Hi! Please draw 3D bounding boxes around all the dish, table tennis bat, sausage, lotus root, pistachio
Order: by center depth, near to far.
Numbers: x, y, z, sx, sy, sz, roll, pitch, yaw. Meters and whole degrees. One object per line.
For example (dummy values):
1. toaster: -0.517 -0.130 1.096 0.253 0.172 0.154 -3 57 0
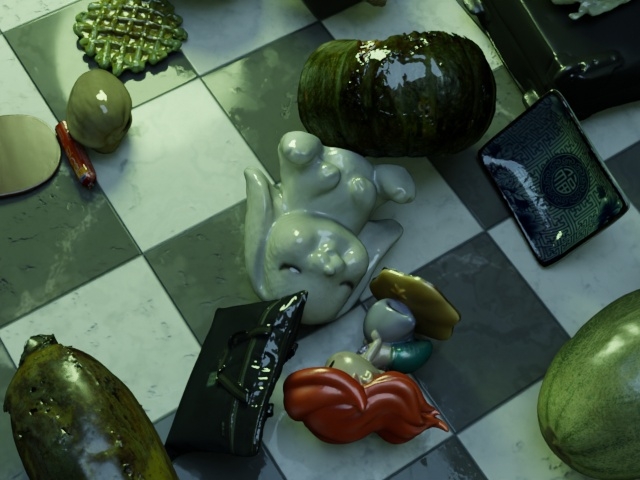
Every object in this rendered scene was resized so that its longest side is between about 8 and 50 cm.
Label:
1. lotus root: -0.298 0.294 1.405 0.179 0.196 0.397 -27 66 -23
2. table tennis bat: -0.558 -0.127 1.692 0.274 0.021 0.154 -14 65 -14
3. sausage: -0.395 -0.137 1.703 0.034 0.034 0.129 -22 67 -15
4. pistachio: -0.361 -0.212 1.708 0.113 0.113 0.149 -16 54 -13
5. dish: 0.391 -0.099 1.713 0.080 0.182 0.243 0 56 -49

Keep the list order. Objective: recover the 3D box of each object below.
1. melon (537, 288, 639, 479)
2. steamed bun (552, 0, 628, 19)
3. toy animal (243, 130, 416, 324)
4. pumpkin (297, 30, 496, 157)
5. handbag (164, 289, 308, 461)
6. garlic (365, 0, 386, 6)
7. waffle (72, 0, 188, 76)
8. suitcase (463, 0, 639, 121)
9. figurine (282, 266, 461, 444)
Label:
1. melon: 0.462 0.205 1.489 0.329 0.248 0.248 -34 70 -12
2. steamed bun: 0.470 -0.554 1.677 0.290 0.272 0.273 -13 63 -20
3. toy animal: 0.000 0.000 1.596 0.272 0.206 0.265 17 74 -18
4. pumpkin: 0.118 -0.226 1.654 0.320 0.320 0.192 1 95 -5
5. handbag: -0.117 0.192 1.483 0.089 0.211 0.254 36 56 -30
6. garlic: 0.008 -0.589 1.827 0.246 0.231 0.340 2 87 31
7. waffle: -0.332 -0.368 1.827 0.183 0.036 0.169 -37 73 -20
8. suitcase: 0.463 -0.398 1.830 0.339 0.188 0.345 -20 65 -13
9. figurine: 0.086 0.191 1.501 0.208 0.181 0.257 50 64 -30
